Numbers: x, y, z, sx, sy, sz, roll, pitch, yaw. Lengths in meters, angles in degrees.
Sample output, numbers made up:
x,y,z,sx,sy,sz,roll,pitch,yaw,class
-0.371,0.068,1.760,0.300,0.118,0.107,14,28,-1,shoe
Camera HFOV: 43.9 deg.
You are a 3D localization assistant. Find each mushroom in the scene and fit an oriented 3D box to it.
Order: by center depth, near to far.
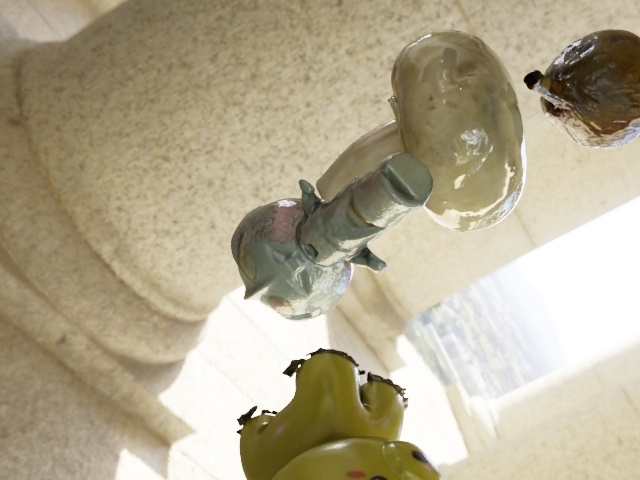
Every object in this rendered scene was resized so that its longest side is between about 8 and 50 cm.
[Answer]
x,y,z,sx,sy,sz,roll,pitch,yaw,class
0.199,-0.136,1.237,0.315,0.356,0.315,22,4,-2,mushroom

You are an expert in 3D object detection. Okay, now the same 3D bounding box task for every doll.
x,y,z,sx,sy,sz,roll,pitch,yaw,class
0.010,0.160,0.437,0.143,0.135,0.221,35,19,-23,doll

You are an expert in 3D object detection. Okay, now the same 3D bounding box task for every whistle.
x,y,z,sx,sy,sz,roll,pitch,yaw,class
0.000,-0.001,0.880,0.133,0.346,0.142,-14,77,-35,whistle

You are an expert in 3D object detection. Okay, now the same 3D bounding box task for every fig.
x,y,z,sx,sy,sz,roll,pitch,yaw,class
0.396,-0.251,1.238,0.290,0.191,0.191,10,41,-27,fig
